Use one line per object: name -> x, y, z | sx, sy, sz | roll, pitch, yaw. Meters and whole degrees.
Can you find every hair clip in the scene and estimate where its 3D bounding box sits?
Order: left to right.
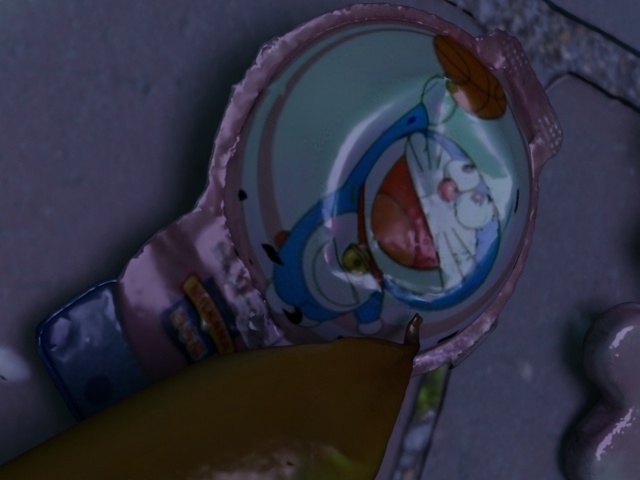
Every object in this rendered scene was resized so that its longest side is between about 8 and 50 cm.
hair clip -> 0.218, 0.031, 1.009 | 0.146, 0.075, 0.257 | 33, 75, -34

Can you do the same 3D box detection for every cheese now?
cheese -> 0.000, 0.000, 0.856 | 0.286, 0.074, 0.189 | -35, 108, -22

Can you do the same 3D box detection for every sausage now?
sausage -> -0.074, 0.121, 0.763 | 0.328, 0.112, 0.112 | -27, 104, -23
